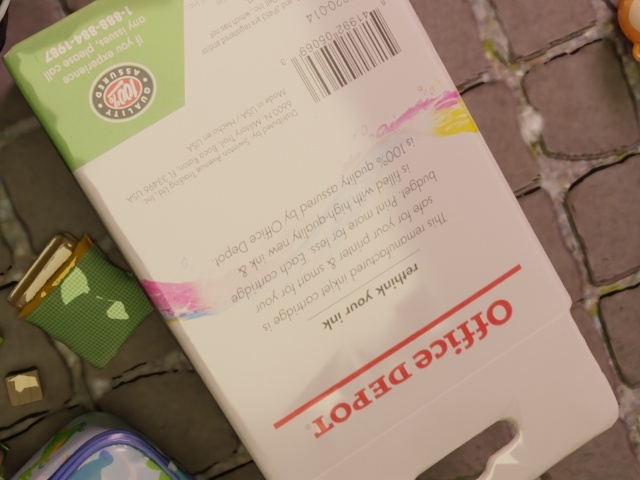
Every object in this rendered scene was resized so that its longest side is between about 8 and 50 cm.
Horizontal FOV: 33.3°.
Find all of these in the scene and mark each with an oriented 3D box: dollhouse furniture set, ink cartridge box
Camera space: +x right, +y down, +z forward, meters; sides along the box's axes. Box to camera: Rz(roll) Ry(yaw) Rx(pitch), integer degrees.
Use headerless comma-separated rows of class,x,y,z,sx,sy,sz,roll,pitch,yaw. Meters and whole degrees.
dollhouse furniture set,-0.167,0.072,0.633,0.076,0.058,0.152,38,87,-13
ink cartridge box,0.000,0.000,0.630,0.207,0.119,0.353,-32,100,-9

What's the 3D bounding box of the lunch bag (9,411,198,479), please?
lunch bag,-0.112,0.227,0.628,0.176,0.090,0.219,-45,108,-14

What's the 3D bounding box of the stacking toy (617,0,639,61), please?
stacking toy,0.328,-0.088,0.694,0.302,0.166,0.175,32,92,2

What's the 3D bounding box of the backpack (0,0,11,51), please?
backpack,-0.303,-0.117,0.517,0.253,0.191,0.225,37,79,-20
